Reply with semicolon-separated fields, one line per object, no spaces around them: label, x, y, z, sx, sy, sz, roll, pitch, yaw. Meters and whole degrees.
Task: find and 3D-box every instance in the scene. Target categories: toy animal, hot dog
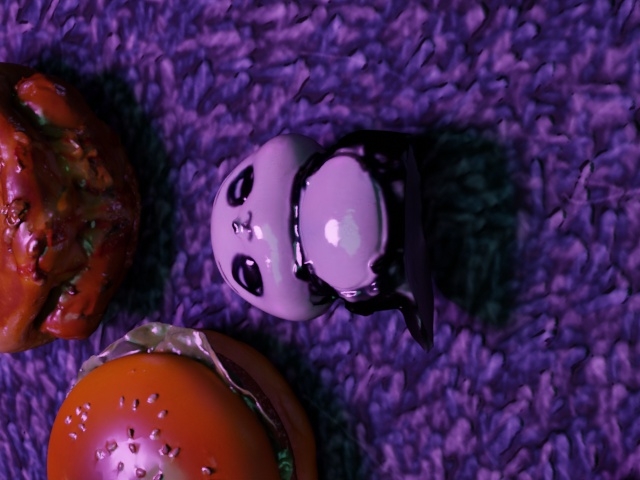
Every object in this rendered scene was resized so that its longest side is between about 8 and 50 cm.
toy animal;0.000;0.000;1.053;0.179;0.138;0.166;1;86;25
hot dog;-0.241;-0.030;1.182;0.153;0.150;0.257;0;101;39

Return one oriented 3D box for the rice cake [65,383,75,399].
rice cake;-0.236;0.214;1.303;0.033;0.029;0.171;20;112;18

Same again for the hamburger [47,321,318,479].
hamburger;-0.131;0.195;1.156;0.246;0.170;0.246;8;107;26
